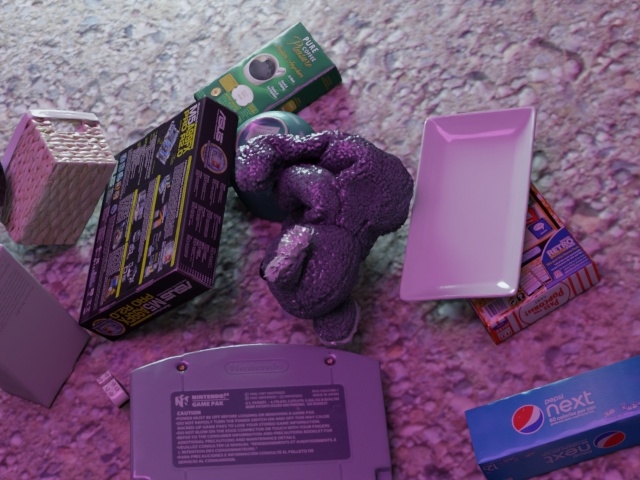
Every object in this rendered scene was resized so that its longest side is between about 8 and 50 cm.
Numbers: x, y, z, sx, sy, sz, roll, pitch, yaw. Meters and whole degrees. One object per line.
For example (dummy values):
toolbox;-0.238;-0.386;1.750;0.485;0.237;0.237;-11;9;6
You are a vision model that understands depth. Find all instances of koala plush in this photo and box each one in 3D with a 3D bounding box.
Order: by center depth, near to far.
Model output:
koala plush;0.000;0.000;1.796;0.203;0.196;0.221;-9;44;26

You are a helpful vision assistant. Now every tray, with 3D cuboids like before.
tray;0.181;-0.040;1.819;0.145;0.030;0.270;-3;56;21

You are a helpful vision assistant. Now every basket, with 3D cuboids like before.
basket;-0.359;-0.081;2.044;0.103;0.113;0.167;56;129;32

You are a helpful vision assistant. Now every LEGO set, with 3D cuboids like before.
LEGO set;-0.189;0.209;1.823;0.087;0.093;0.227;-39;51;-6

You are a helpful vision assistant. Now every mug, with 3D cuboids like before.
mug;-0.072;-0.098;1.982;0.158;0.097;0.129;-30;51;1

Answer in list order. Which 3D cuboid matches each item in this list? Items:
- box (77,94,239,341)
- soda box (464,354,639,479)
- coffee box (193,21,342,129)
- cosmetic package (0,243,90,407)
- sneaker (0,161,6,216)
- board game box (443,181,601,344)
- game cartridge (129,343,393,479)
box;-0.209;-0.027;1.958;0.216;0.060;0.270;-28;45;40
soda box;0.270;0.197;1.652;0.210;0.067;0.071;-19;52;10
coffee box;-0.072;-0.211;2.097;0.184;0.040;0.113;-36;52;-3
cosmetic package;-0.395;0.102;1.897;0.085;0.231;0.117;15;64;30
sneaker;-0.549;-0.029;2.075;0.330;0.130;0.147;-37;38;28
board game box;0.221;0.010;1.816;0.147;0.045;0.193;-31;51;1
game cartridge;-0.071;0.212;1.739;0.294;0.060;0.196;-2;59;-4
